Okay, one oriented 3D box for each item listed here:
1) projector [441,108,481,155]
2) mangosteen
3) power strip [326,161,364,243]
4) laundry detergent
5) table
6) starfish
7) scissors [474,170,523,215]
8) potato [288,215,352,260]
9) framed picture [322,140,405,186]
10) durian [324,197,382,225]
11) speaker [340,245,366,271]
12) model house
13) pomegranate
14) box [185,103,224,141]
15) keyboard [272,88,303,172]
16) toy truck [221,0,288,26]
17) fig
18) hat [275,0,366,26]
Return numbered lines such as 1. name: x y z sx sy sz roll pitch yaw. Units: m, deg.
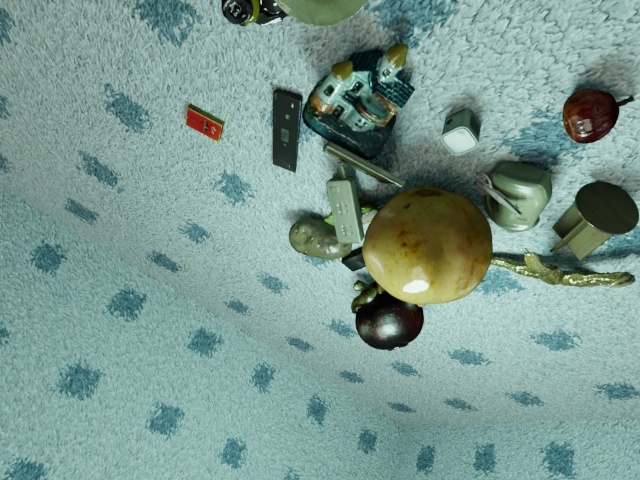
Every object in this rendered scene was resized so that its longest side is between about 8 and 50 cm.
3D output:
1. projector: 0.386 -0.297 1.196 0.083 0.082 0.083 -20 128 44
2. mangosteen: 0.295 0.323 1.911 0.329 0.330 0.330 15 145 11
3. power strip: 0.083 -0.126 1.488 0.093 0.053 0.288 -1 116 28
4. laundry detergent: 0.589 -0.112 1.321 0.181 0.091 0.254 20 148 27
5. table: 0.779 -0.040 1.282 0.166 0.167 0.227 17 154 8
6. starfish: 0.752 0.100 1.440 0.431 0.083 0.324 13 177 12
7. scissors: 0.516 -0.130 1.268 0.176 0.022 0.085 51 168 28
8. potato: 0.000 0.000 1.749 0.262 0.165 0.165 20 145 10
9. framed picture: 0.116 -0.227 1.311 0.240 0.021 0.324 27 -172 -5
10. durian: 0.131 -0.110 1.583 0.220 0.096 0.137 -7 172 32
11. speaker: 0.187 0.068 1.827 0.082 0.044 0.218 39 142 -23
12. model house: 0.125 -0.392 1.142 0.253 0.185 0.291 33 140 -10
13. pomegranate: 0.334 0.035 1.395 0.410 0.412 0.412 15 145 11
14. box: -0.406 -0.411 1.530 0.133 0.023 0.090 28 147 -8
15. keyboard: -0.108 -0.353 1.442 0.106 0.027 0.317 22 145 7
16. toy truck: -0.156 -0.627 1.022 0.165 0.148 0.225 -4 141 -5
17. fig: 0.649 -0.290 1.034 0.150 0.129 0.128 13 145 3
18. hat: 0.008 -0.614 0.937 0.256 0.130 0.257 15 145 11
